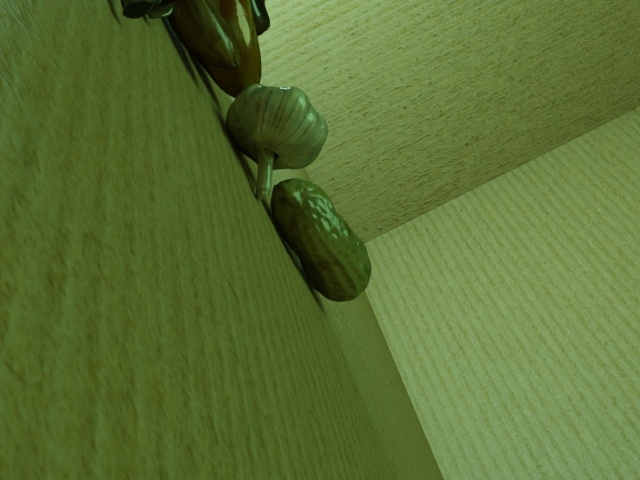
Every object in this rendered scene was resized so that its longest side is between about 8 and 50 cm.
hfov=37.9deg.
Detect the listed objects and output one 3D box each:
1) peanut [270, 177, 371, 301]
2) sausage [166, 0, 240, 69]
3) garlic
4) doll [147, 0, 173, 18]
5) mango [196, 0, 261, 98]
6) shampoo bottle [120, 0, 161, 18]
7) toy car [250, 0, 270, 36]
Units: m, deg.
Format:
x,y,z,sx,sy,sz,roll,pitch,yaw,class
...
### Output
x,y,z,sx,sy,sz,roll,pitch,yaw,class
0.000,0.000,1.834,0.305,0.147,0.147,55,8,-40,peanut
-0.238,-0.446,1.665,0.134,0.116,0.354,65,2,-73,sausage
-0.094,-0.165,1.738,0.199,0.199,0.226,59,39,-54,garlic
-0.237,-0.456,1.439,0.256,0.152,0.196,-75,150,-68,doll
-0.190,-0.395,1.810,0.257,0.138,0.187,64,-24,14,mango
-0.259,-0.366,1.185,0.057,0.063,0.208,32,30,-61,shampoo bottle
-0.221,-0.590,2.151,0.341,0.271,0.240,-53,137,-83,toy car
